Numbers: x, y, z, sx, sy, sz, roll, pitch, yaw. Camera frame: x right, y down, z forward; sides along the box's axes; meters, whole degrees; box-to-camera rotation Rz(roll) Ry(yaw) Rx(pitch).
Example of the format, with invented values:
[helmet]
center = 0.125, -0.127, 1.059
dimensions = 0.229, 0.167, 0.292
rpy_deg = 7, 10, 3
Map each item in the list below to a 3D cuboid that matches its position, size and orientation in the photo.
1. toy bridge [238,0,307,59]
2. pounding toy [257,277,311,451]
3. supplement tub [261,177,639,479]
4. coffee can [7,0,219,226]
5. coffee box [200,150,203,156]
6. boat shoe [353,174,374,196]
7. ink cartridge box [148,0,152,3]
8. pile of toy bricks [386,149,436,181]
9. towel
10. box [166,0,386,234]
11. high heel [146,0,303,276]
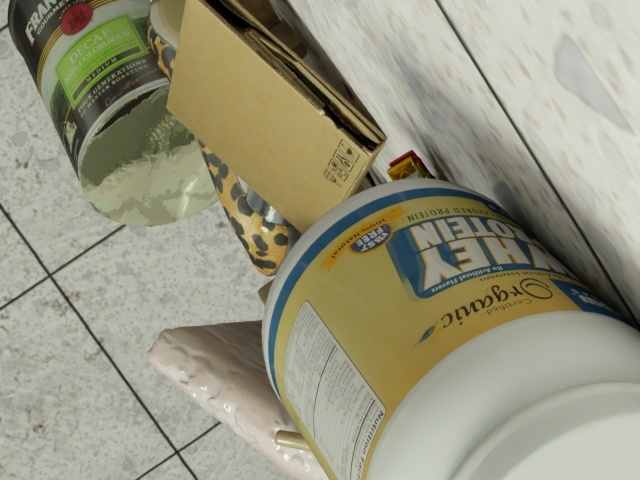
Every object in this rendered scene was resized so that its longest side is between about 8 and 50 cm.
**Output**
[toy bridge]
center = -0.059, -0.191, 0.883
dimensions = 0.063, 0.026, 0.188
rpy_deg = 54, 176, 36
[pounding toy]
center = 0.041, 0.108, 1.025
dimensions = 0.206, 0.181, 0.094
rpy_deg = 56, 177, -10
[supplement tub]
center = 0.069, 0.073, 0.589
dimensions = 0.144, 0.144, 0.200
rpy_deg = 58, 176, -34
[coffee can]
center = -0.209, -0.180, 1.488
dimensions = 0.275, 0.201, 0.201
rpy_deg = 59, 179, 37
[coffee box]
center = 0.000, 0.000, 1.301
dimensions = 0.246, 0.098, 0.141
rpy_deg = 57, 176, -26
[boat shoe]
center = 0.021, -0.034, 1.115
dimensions = 0.050, 0.045, 0.135
rpy_deg = 53, 176, 39
[ink cartridge box]
center = -0.115, -0.205, 1.312
dimensions = 0.135, 0.056, 0.099
rpy_deg = 54, 177, 21
[pile of toy bricks]
center = 0.071, 0.060, 0.784
dimensions = 0.212, 0.118, 0.105
rpy_deg = 58, -169, -7
[towel]
center = 0.037, 0.179, 1.231
dimensions = 0.332, 0.053, 0.317
rpy_deg = 32, -171, 17
[box]
center = -0.040, -0.085, 0.966
dimensions = 0.164, 0.021, 0.201
rpy_deg = 43, 161, 4
[high heel]
center = -0.091, -0.094, 1.168
dimensions = 0.261, 0.093, 0.186
rpy_deg = 44, 139, 45
